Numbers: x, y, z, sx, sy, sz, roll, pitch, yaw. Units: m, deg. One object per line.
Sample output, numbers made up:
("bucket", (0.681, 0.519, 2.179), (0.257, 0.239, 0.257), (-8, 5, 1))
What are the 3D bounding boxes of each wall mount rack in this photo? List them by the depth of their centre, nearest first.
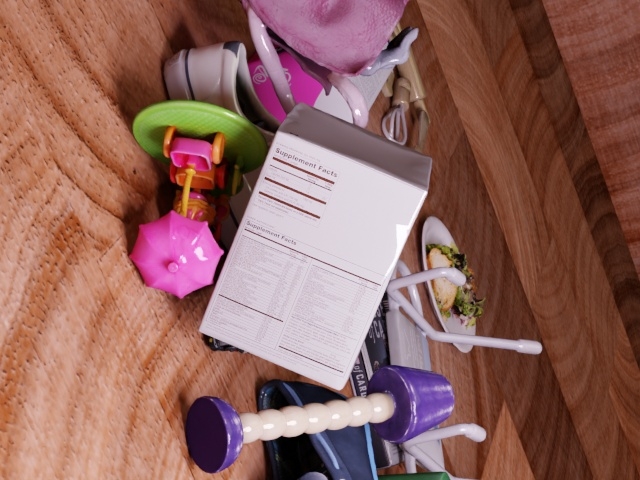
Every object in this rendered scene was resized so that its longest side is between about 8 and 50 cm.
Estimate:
("wall mount rack", (0.181, 0.188, 2.068), (0.304, 0.130, 0.350), (43, 37, -56))

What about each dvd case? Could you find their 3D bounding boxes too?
("dvd case", (0.073, 0.148, 2.043), (0.179, 0.029, 0.239), (0, 75, -70))

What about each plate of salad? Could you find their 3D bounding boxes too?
("plate of salad", (0.191, 0.059, 2.395), (0.200, 0.048, 0.200), (-17, 90, -70))

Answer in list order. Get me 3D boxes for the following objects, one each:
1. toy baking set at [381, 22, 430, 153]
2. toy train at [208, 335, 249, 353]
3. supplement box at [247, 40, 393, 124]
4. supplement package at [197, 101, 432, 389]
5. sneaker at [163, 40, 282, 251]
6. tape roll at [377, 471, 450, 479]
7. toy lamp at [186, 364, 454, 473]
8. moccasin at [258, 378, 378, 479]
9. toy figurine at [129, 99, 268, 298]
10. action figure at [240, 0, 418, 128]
("toy baking set", (0.108, -0.214, 2.420), (0.197, 0.030, 0.256), (-35, 108, -66))
("toy train", (-0.070, 0.102, 1.690), (0.158, 0.036, 0.027), (12, 68, -66))
("supplement box", (0.004, -0.208, 2.011), (0.220, 0.111, 0.114), (-64, 134, -62))
("supplement package", (0.000, 0.000, 1.608), (0.194, 0.149, 0.203), (-66, 179, -76))
("sneaker", (-0.075, -0.079, 1.730), (0.094, 0.091, 0.258), (-57, 127, -65))
("tape roll", (0.104, 0.400, 1.749), (0.321, 0.077, 0.321), (-5, 90, -80))
("toy lamp", (0.009, 0.163, 1.593), (0.274, 0.080, 0.080), (-5, 78, -38))
("moccasin", (-0.009, 0.272, 1.617), (0.117, 0.138, 0.342), (27, 25, -29))
("toy figurine", (-0.125, -0.018, 1.576), (0.173, 0.130, 0.159), (88, 12, -63))
("action figure", (-0.087, -0.296, 1.752), (0.370, 0.248, 0.276), (34, 66, -24))
